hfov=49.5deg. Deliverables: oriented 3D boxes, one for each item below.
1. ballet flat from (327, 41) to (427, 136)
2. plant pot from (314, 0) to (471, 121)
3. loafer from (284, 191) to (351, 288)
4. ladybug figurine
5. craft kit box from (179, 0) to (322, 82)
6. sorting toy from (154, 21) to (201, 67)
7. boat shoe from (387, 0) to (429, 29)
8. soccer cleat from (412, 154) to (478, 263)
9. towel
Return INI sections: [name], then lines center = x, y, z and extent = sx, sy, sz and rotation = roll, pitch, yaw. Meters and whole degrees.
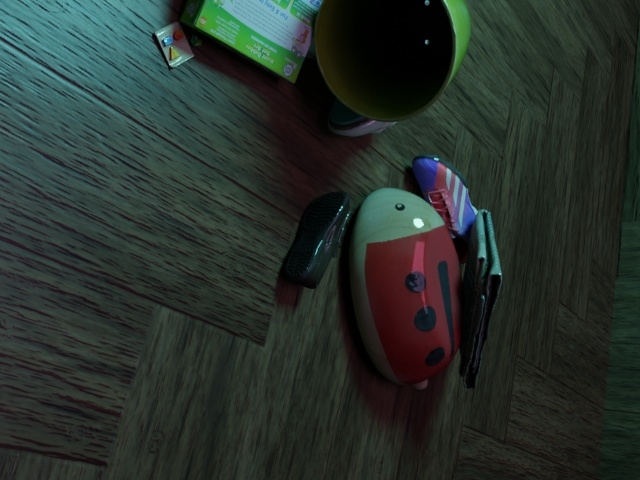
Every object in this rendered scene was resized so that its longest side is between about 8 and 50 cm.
[ballet flat]
center = 0.144, -0.326, 1.501
extent = 0.139, 0.139, 0.400
rotation = 54, 50, -32
[plant pot]
center = 0.178, -0.396, 1.329
extent = 0.293, 0.274, 0.275
rotation = -37, 115, -52
[loafer]
center = 0.000, 0.000, 1.347
extent = 0.220, 0.080, 0.078
rotation = -61, 139, -25
[ladybug figurine]
center = 0.202, 0.105, 1.495
extent = 0.305, 0.161, 0.450
rotation = -22, 104, -48
[craft kit box]
center = -0.091, -0.436, 1.206
extent = 0.249, 0.061, 0.247
rotation = 19, 95, -48
[sorting toy]
center = -0.230, -0.328, 1.144
extent = 0.083, 0.012, 0.062
rotation = -45, 120, -40
[boat shoe]
center = 0.182, -0.576, 1.549
extent = 0.335, 0.119, 0.121
rotation = -48, 147, -36
[soccer cleat]
center = 0.306, -0.075, 1.675
extent = 0.318, 0.108, 0.116
rotation = 51, 56, -37
[towel]
center = 0.348, 0.127, 1.585
extent = 0.324, 0.056, 0.312
rotation = -73, 171, -63
